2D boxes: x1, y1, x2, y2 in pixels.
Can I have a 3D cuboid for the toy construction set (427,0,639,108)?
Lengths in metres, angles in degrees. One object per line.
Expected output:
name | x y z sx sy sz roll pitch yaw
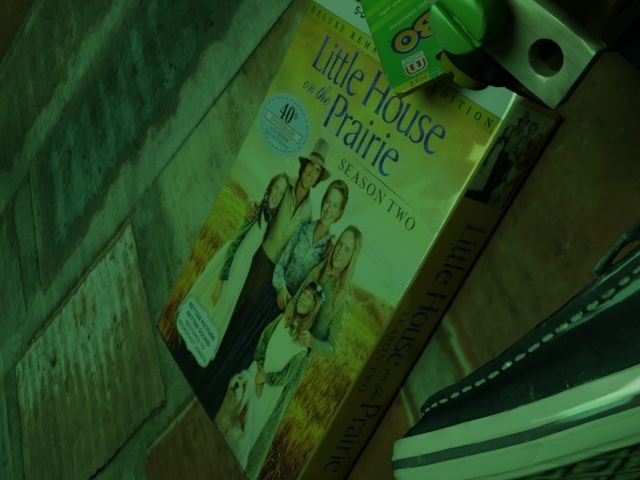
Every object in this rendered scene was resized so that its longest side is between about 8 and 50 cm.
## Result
toy construction set | 0.145 -0.220 0.459 0.257 0.237 0.308 -20 96 56

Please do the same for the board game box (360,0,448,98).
board game box | 0.092 -0.219 0.704 0.124 0.039 0.259 -25 45 14

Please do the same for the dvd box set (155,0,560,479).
dvd box set | 0.000 0.000 0.795 0.307 0.062 0.420 47 115 45

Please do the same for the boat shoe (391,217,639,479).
boat shoe | 0.238 0.011 0.417 0.500 0.187 0.156 -36 50 31
